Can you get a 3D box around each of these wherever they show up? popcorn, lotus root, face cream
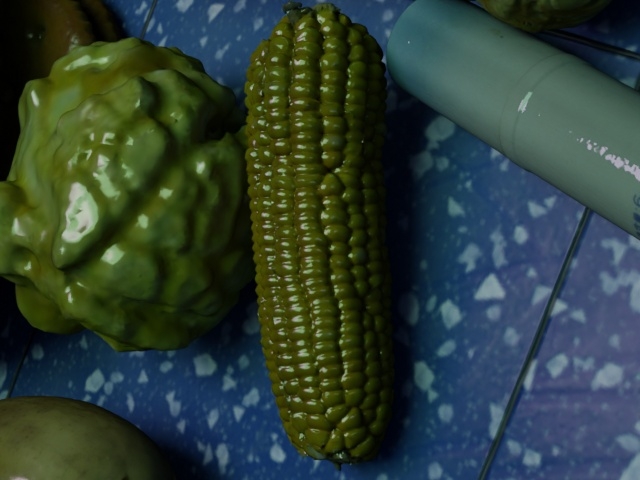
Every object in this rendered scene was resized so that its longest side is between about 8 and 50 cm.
[{"bbox_3d":[-0.140,-0.035,1.097,0.255,0.195,0.256,-27,62,24],"label":"popcorn"},{"bbox_3d":[-0.231,0.209,1.126,0.310,0.182,0.183,-3,76,48],"label":"lotus root"},{"bbox_3d":[0.144,-0.079,0.913,0.250,0.077,0.077,38,105,42],"label":"face cream"}]

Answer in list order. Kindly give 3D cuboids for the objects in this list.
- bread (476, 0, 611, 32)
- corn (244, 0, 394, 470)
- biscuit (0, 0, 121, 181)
[{"bbox_3d":[0.115,-0.201,0.963,0.128,0.088,0.232,-38,38,-15],"label":"bread"},{"bbox_3d":[-0.002,0.000,0.992,0.102,0.102,0.313,-3,86,42],"label":"corn"},{"bbox_3d":[-0.259,-0.125,1.311,0.220,0.066,0.221,-10,75,41],"label":"biscuit"}]
